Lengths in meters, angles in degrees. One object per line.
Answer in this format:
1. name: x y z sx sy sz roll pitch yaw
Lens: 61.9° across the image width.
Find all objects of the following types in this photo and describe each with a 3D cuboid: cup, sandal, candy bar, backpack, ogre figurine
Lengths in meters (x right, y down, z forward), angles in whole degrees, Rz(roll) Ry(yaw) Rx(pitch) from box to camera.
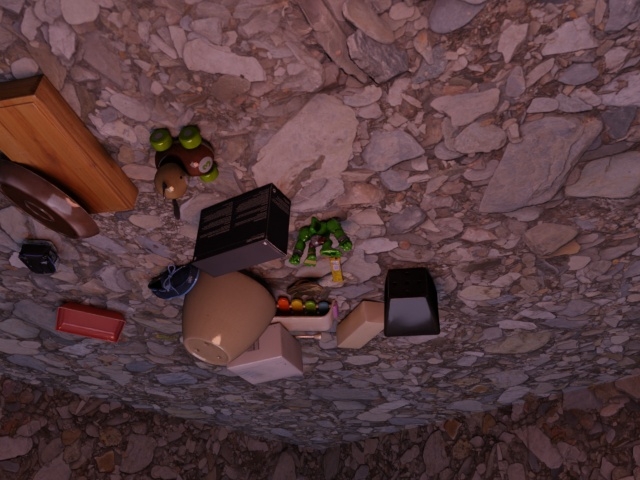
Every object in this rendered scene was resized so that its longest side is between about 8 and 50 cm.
1. cup: -0.344 0.285 1.842 0.330 0.237 0.331 12 140 10
2. sandal: -0.059 0.164 1.884 0.072 0.049 0.180 31 153 -27
3. candy bar: 0.055 0.103 1.801 0.040 0.018 0.162 -4 145 5
4. backpack: -0.910 0.054 1.746 0.104 0.084 0.114 1 143 1
5. ogre figurine: 0.000 0.000 1.561 0.096 0.118 0.197 23 143 -34

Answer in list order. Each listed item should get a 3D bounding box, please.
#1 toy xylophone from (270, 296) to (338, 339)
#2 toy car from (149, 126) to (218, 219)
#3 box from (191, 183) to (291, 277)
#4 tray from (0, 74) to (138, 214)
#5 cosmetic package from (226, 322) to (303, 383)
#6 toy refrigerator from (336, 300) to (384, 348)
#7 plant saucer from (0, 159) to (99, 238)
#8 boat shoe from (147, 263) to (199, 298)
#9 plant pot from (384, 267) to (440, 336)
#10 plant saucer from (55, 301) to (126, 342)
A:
1. toy xylophone: -0.092 0.299 2.051 0.322 0.081 0.236 4 146 -2
2. toy car: -0.342 -0.152 1.295 0.148 0.189 0.155 -3 146 10
3. box: -0.219 -0.023 1.485 0.261 0.185 0.103 -17 141 28
4. tray: -0.656 -0.213 1.336 0.202 0.076 0.411 -5 146 13
5. cosmetic package: -0.211 0.442 2.052 0.223 0.138 0.225 -15 147 14
6. toy refrigerator: 0.158 0.327 2.067 0.102 0.094 0.270 8 147 -19
7. plant saucer: -0.744 -0.094 1.435 0.310 0.050 0.311 23 156 11
8. boat shoe: -0.515 0.148 1.840 0.089 0.109 0.258 32 135 -31
9. plant pot: 0.298 0.194 1.790 0.187 0.188 0.167 -4 133 11
10. plant saucer: -0.948 0.334 2.206 0.258 0.048 0.258 17 144 -19
